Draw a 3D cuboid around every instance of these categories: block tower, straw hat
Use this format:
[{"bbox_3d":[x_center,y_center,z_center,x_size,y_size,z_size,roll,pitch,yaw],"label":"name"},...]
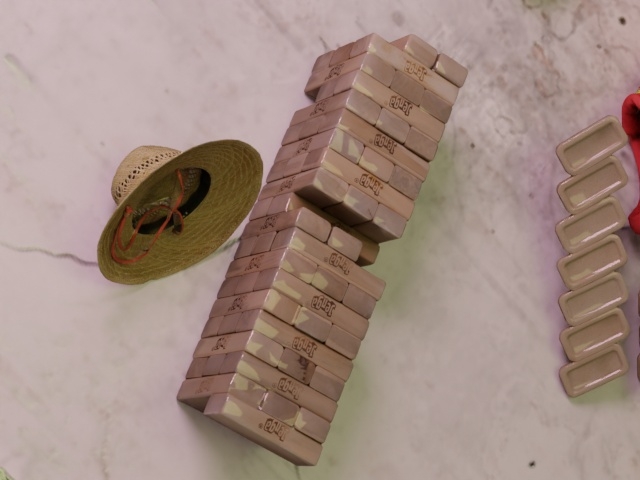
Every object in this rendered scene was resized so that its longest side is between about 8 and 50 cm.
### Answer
[{"bbox_3d":[0.000,0.000,1.304,0.091,0.097,0.335,30,69,-23],"label":"block tower"},{"bbox_3d":[-0.118,-0.038,1.255,0.144,0.144,0.061,-25,56,-29],"label":"straw hat"}]

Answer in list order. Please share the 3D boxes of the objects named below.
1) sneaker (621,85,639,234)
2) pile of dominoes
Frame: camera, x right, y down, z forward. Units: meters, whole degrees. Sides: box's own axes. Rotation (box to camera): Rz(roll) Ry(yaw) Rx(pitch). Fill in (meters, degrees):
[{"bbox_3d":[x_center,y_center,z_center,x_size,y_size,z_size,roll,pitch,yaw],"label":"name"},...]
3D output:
[{"bbox_3d":[0.321,-0.128,1.493,0.118,0.107,0.279,9,79,-23],"label":"sneaker"},{"bbox_3d":[0.290,0.004,1.454,0.196,0.040,0.251,-5,102,-7],"label":"pile of dominoes"}]
